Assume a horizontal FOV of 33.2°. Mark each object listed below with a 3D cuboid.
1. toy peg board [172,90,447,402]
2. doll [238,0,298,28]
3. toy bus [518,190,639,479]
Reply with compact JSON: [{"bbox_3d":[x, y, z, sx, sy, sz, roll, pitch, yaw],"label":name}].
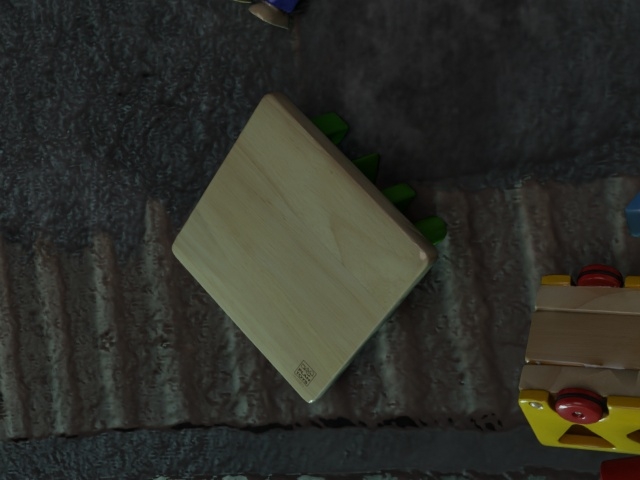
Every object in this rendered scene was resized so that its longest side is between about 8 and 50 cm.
[{"bbox_3d":[0.000,0.000,0.773,0.161,0.079,0.160,47,126,16],"label":"toy peg board"},{"bbox_3d":[-0.015,-0.255,0.768,0.129,0.046,0.189,35,107,18],"label":"doll"},{"bbox_3d":[0.223,0.082,0.647,0.191,0.104,0.202,-35,48,-1],"label":"toy bus"}]
